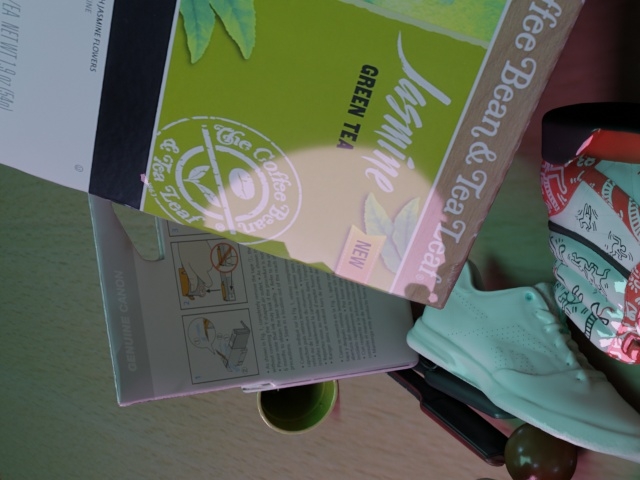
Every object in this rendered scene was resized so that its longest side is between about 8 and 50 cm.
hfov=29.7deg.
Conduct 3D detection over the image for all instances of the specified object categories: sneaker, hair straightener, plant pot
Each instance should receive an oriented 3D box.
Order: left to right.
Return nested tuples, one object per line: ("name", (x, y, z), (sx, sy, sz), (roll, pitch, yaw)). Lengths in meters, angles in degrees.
("plant pot", (-0.035, 0.141, 1.203), (0.079, 0.083, 0.083), (-150, 51, -67))
("hair straightener", (0.095, 0.092, 1.000), (0.230, 0.047, 0.089), (39, 126, 53))
("sneaker", (0.157, 0.079, 0.859), (0.212, 0.080, 0.094), (30, 93, 38))
("sneaker", (0.228, 0.010, 0.687), (0.270, 0.090, 0.145), (25, 124, 57))

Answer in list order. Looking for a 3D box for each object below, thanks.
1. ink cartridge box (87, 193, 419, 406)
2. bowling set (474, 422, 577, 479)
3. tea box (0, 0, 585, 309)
("ink cartridge box", (-0.067, -0.029, 0.951), (0.066, 0.261, 0.296), (-23, 74, 60))
("bowling set", (0.156, 0.250, 0.874), (0.287, 0.200, 0.154), (19, 136, 6))
("tea box", (-0.011, -0.183, 0.724), (0.220, 0.323, 0.329), (-72, 0, -47))
